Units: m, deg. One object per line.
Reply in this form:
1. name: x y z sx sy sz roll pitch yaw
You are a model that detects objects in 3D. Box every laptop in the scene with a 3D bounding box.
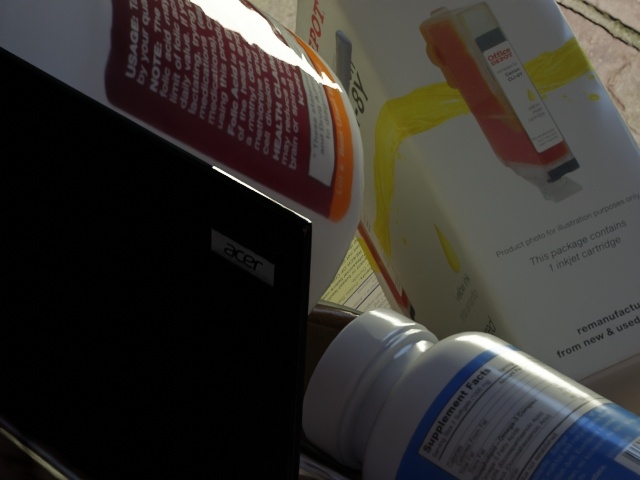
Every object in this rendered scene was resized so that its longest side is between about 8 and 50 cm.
1. laptop: -0.039 0.047 0.769 0.234 0.136 0.264 30 2 40

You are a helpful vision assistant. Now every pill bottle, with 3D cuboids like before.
1. pill bottle: -0.157 -0.070 0.949 0.224 0.224 0.392 29 1 31
2. pill bottle: 0.102 0.126 1.039 0.221 0.124 0.124 29 1 30

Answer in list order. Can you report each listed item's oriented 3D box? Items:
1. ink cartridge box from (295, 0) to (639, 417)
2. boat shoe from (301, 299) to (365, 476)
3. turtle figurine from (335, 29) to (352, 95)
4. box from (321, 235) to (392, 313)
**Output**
1. ink cartridge box: 0.125 -0.035 1.448 0.279 0.160 0.384 99 -33 -68
2. boat shoe: -0.018 0.076 1.202 0.257 0.095 0.095 28 -5 -10
3. turtle figurine: 0.000 0.000 1.404 0.198 0.274 0.266 -21 -67 49
4. box: 0.115 0.071 1.725 0.213 0.117 0.243 29 27 -30
